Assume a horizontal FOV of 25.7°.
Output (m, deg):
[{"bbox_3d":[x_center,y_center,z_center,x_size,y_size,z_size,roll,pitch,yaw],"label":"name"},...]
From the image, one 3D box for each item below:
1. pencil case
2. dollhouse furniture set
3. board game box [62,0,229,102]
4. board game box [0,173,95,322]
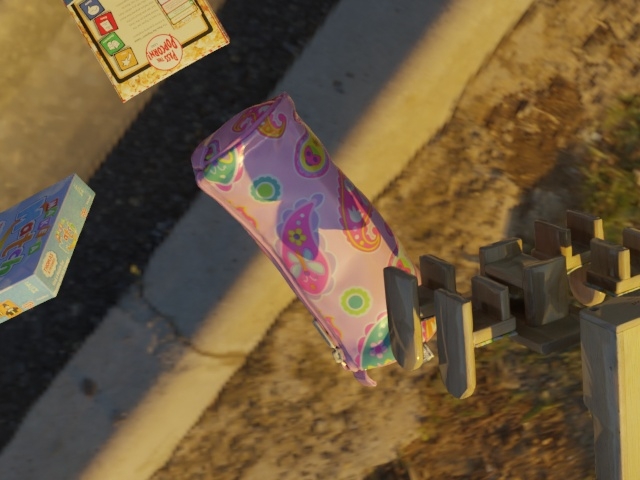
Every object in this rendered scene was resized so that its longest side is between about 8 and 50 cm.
[{"bbox_3d":[0.000,0.000,1.325,0.124,0.124,0.284,-31,107,19],"label":"pencil case"},{"bbox_3d":[0.208,0.098,1.196,0.242,0.212,0.161,25,127,56],"label":"dollhouse furniture set"},{"bbox_3d":[-0.216,-0.281,1.638,0.147,0.045,0.193,-28,105,5],"label":"board game box"},{"bbox_3d":[-0.335,0.031,1.430,0.211,0.160,0.039,-24,122,25],"label":"board game box"}]
